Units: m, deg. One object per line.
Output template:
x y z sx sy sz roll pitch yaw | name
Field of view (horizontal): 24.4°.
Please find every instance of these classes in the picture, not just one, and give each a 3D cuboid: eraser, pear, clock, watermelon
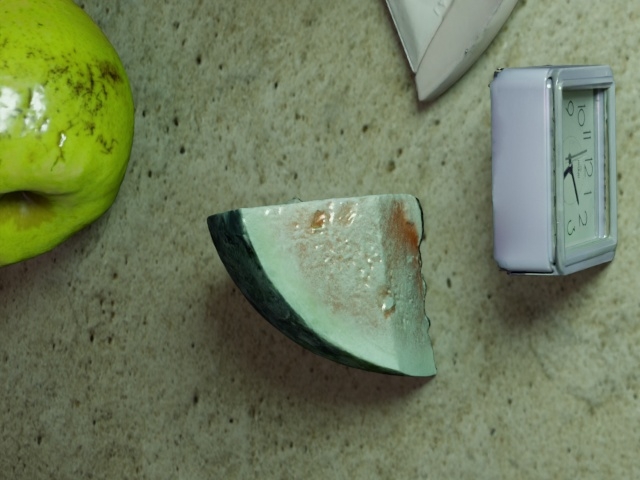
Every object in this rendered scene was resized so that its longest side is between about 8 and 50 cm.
0.151 -0.279 1.499 0.243 0.059 0.204 -30 75 47 | eraser
-0.428 -0.168 1.894 0.391 0.391 0.391 9 102 44 | pear
0.223 -0.069 1.399 0.073 0.144 0.193 2 99 33 | clock
0.000 0.000 1.607 0.214 0.289 0.320 -44 48 7 | watermelon
